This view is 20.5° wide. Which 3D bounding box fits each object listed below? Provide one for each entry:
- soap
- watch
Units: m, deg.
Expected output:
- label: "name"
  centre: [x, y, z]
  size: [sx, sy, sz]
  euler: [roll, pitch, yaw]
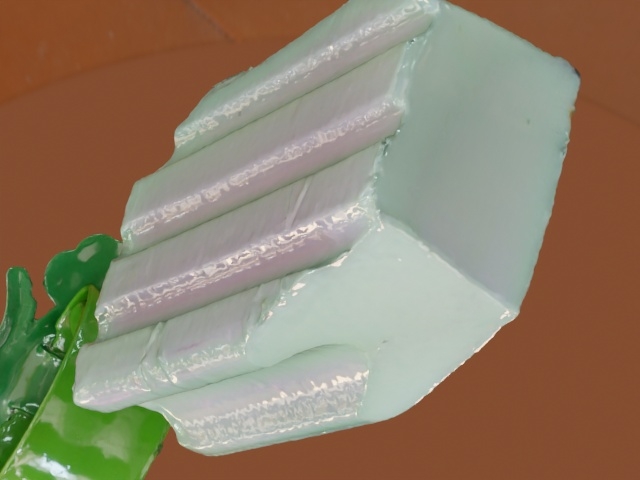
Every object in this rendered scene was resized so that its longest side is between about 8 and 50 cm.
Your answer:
- label: "soap"
  centre: [0.000, 0.000, 0.715]
  size: [0.091, 0.230, 0.145]
  euler: [27, 65, -26]
- label: "watch"
  centre: [-0.129, 0.077, 0.978]
  size: [0.131, 0.152, 0.165]
  euler: [31, 86, -11]
